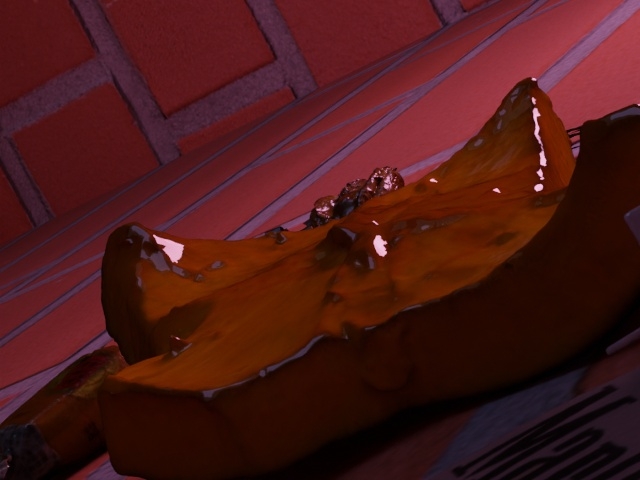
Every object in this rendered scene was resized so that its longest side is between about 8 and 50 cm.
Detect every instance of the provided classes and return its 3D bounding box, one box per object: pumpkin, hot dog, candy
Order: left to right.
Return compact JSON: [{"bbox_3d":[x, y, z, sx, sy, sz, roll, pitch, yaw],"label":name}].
[{"bbox_3d":[-0.126,0.092,1.018,0.053,0.046,0.182,-14,20,50],"label":"candy"},{"bbox_3d":[0.026,-0.021,1.202,0.058,0.035,0.083,-27,9,19],"label":"hot dog"},{"bbox_3d":[0.024,0.015,0.804,0.258,0.095,0.290,-24,11,0],"label":"pumpkin"}]

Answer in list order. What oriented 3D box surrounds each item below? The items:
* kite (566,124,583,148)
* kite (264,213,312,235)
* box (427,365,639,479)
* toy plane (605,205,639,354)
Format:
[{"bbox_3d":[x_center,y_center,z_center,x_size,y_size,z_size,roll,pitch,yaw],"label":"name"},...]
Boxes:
[{"bbox_3d":[0.244,-0.095,1.074,0.285,0.015,0.152,-23,6,17],"label":"kite"},{"bbox_3d":[0.001,0.002,1.305,0.169,0.015,0.310,-24,9,15],"label":"kite"},{"bbox_3d":[0.078,0.070,0.452,0.115,0.036,0.177,-28,7,-3],"label":"box"},{"bbox_3d":[0.165,-0.015,0.564,0.171,0.065,0.162,-22,-10,-12],"label":"toy plane"}]
